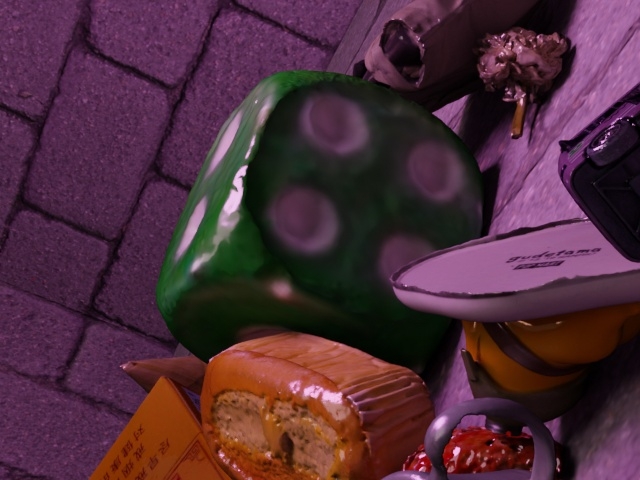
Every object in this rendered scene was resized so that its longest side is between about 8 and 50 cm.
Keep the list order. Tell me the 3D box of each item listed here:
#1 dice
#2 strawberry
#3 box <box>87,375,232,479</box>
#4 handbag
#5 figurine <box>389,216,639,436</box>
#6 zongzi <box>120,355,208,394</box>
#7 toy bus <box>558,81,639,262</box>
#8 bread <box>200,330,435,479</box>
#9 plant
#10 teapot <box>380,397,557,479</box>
[{"bbox_3d":[0.000,0.000,1.332,0.287,0.297,0.300,-46,22,60],"label":"dice"},{"bbox_3d":[0.108,0.204,0.917,0.140,0.085,0.192,-66,11,-8],"label":"strawberry"},{"bbox_3d":[-0.144,0.362,1.289,0.264,0.116,0.415,-54,33,2],"label":"box"},{"bbox_3d":[0.147,-0.226,1.384,0.253,0.109,0.316,-34,-9,-26],"label":"handbag"},{"bbox_3d":[0.175,0.071,0.823,0.250,0.167,0.141,-4,105,50],"label":"figurine"},{"bbox_3d":[-0.119,0.159,1.594,0.145,0.300,0.273,-28,31,35],"label":"zongzi"},{"bbox_3d":[0.232,-0.071,0.716,0.178,0.087,0.098,-40,12,7],"label":"toy bus"},{"bbox_3d":[-0.004,0.179,1.106,0.288,0.119,0.152,11,114,56],"label":"bread"},{"bbox_3d":[0.219,-0.170,1.255,0.116,0.105,0.121,-13,-79,-60],"label":"plant"},{"bbox_3d":[0.073,0.209,0.760,0.239,0.149,0.162,-65,29,13],"label":"teapot"}]
